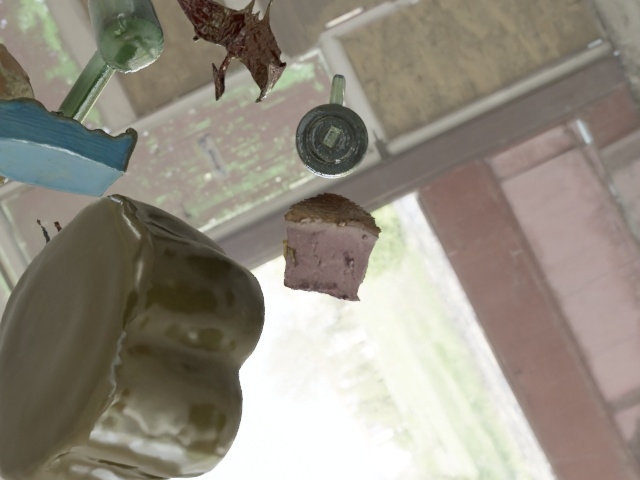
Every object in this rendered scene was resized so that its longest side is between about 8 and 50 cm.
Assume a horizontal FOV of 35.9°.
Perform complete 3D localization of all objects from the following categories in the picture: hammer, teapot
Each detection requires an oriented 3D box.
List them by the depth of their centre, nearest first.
[{"bbox_3d":[0.010,-0.164,1.521,0.108,0.111,0.149,103,146,-84],"label":"teapot"},{"bbox_3d":[-0.412,-0.315,1.802,0.119,0.335,0.206,21,-149,-35],"label":"hammer"}]

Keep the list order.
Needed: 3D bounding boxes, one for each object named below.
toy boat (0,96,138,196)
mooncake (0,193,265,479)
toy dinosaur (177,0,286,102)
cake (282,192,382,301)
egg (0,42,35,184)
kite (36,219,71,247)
[{"bbox_3d":[-0.259,-0.101,0.885,0.186,0.075,0.077,14,-123,-32],"label":"toy boat"},{"bbox_3d":[-0.311,0.175,1.518,0.262,0.467,0.467,26,-155,-38],"label":"mooncake"},{"bbox_3d":[-0.171,-0.382,1.803,0.113,0.207,0.327,11,-127,-52],"label":"toy dinosaur"},{"bbox_3d":[0.000,0.000,1.277,0.295,0.113,0.115,-114,36,-83],"label":"cake"},{"bbox_3d":[-0.423,-0.141,1.099,0.245,0.203,0.203,-74,-41,-76],"label":"egg"},{"bbox_3d":[-0.482,0.024,1.889,0.245,0.141,0.015,53,128,49],"label":"kite"}]
